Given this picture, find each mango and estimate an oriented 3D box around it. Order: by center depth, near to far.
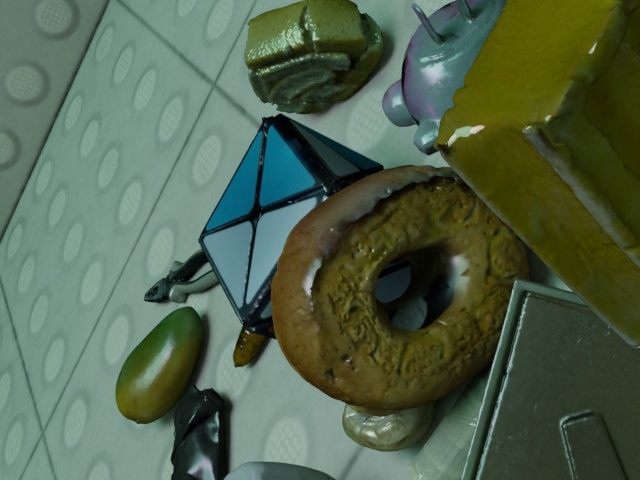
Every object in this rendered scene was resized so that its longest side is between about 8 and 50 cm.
[{"bbox_3d":[-0.310,0.247,1.682,0.251,0.114,0.156,-50,28,7],"label":"mango"}]

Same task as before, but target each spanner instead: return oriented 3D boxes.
[{"bbox_3d":[-0.276,0.078,1.772,0.325,0.040,0.095,-25,54,44],"label":"spanner"}]

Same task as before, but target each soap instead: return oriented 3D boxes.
[{"bbox_3d":[0.296,-0.099,0.772,0.156,0.335,0.293,-5,52,54],"label":"soap"}]

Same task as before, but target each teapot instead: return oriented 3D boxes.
[{"bbox_3d":[0.190,0.222,1.046,0.200,0.077,0.107,-58,17,17],"label":"teapot"}]

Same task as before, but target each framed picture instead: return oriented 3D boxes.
[{"bbox_3d":[0.272,0.221,0.872,0.240,0.020,0.324,14,86,22],"label":"framed picture"}]

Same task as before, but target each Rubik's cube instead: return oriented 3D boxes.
[{"bbox_3d":[0.000,0.000,1.256,0.248,0.250,0.246,-57,37,15],"label":"Rubik's cube"}]

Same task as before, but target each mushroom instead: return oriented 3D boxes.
[{"bbox_3d":[0.088,0.213,1.152,0.148,0.112,0.148,-16,68,44],"label":"mushroom"}]

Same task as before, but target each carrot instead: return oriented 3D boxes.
[{"bbox_3d":[-0.080,0.092,1.488,0.066,0.066,0.314,43,112,53],"label":"carrot"}]

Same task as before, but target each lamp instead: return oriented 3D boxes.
[{"bbox_3d":[0.214,-0.201,1.065,0.247,0.247,0.301,-41,39,4],"label":"lamp"}]

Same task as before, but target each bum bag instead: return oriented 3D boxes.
[{"bbox_3d":[-0.218,0.396,1.505,0.142,0.080,0.326,-41,45,40],"label":"bum bag"}]

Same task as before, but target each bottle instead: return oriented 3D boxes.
[{"bbox_3d":[0.275,0.201,0.930,0.083,0.083,0.269,2,78,54],"label":"bottle"}]

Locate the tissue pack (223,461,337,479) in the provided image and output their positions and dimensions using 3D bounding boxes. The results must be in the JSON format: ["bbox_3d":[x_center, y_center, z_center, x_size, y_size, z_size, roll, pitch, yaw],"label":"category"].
[{"bbox_3d":[-0.074,0.467,1.156,0.333,0.236,0.229,-49,31,27],"label":"tissue pack"}]

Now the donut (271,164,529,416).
[{"bbox_3d":[0.097,0.055,1.032,0.150,0.299,0.317,167,122,-72],"label":"donut"}]

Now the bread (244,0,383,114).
[{"bbox_3d":[-0.016,-0.327,1.493,0.257,0.186,0.124,-17,56,40],"label":"bread"}]
